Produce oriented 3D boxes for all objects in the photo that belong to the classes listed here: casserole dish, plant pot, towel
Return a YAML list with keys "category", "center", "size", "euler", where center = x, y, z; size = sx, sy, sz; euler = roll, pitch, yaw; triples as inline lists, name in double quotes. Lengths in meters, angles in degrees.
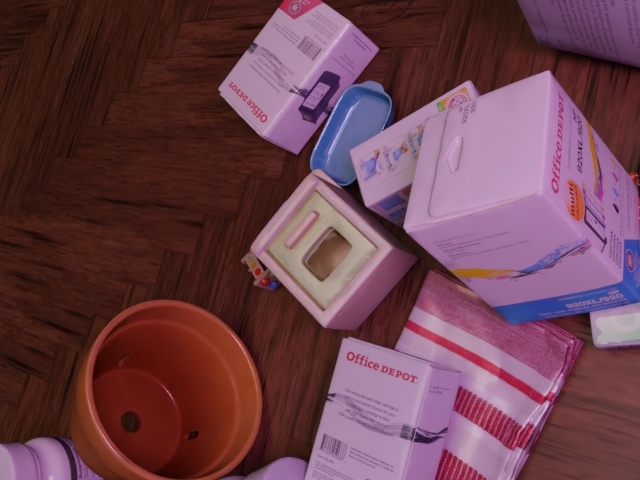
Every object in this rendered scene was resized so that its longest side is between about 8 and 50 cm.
- category: "casserole dish"
  center: [0.056, -0.170, 1.134]
  size: [0.114, 0.037, 0.188]
  euler: [29, 94, 38]
- category: "plant pot"
  center: [-0.269, 0.266, 1.101]
  size: [0.203, 0.291, 0.290]
  euler: [-37, 56, 41]
- category: "towel"
  center: [0.173, 0.227, 0.925]
  size: [0.237, 0.037, 0.329]
  euler: [26, 92, 39]

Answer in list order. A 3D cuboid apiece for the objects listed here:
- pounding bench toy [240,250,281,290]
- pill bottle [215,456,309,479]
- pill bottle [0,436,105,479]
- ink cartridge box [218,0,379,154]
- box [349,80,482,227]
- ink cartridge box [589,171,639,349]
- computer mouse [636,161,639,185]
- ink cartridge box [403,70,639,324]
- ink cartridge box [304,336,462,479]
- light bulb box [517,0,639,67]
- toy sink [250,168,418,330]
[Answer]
- category: "pounding bench toy"
  center: [-0.079, 0.035, 1.159]
  size: [0.083, 0.052, 0.065]
  euler: [-45, 55, 16]
- category: "pill bottle"
  center: [-0.157, 0.474, 0.970]
  size: [0.392, 0.224, 0.224]
  euler: [-36, 58, 23]
- category: "pill bottle"
  center: [-0.419, 0.411, 1.143]
  size: [0.161, 0.283, 0.161]
  euler: [-12, 69, 34]
- category: "ink cartridge box"
  center: [-0.043, -0.298, 1.206]
  size: [0.237, 0.100, 0.172]
  euler: [-51, 53, 11]
- category: "box"
  center: [0.163, -0.118, 0.989]
  size: [0.203, 0.114, 0.103]
  euler: [-28, 59, 26]
- category: "ink cartridge box"
  center: [0.408, 0.010, 0.810]
  size: [0.181, 0.056, 0.224]
  euler: [-12, 71, 32]
- category: "computer mouse"
  center: [0.467, -0.090, 0.786]
  size: [0.193, 0.042, 0.106]
  euler: [14, 64, 36]
- category: "ink cartridge box"
  center: [0.239, -0.039, 0.795]
  size: [0.168, 0.233, 0.171]
  euler: [-17, 48, 42]
- category: "ink cartridge box"
  center: [0.082, 0.248, 0.913]
  size: [0.153, 0.087, 0.208]
  euler: [13, 85, 42]
- category: "light bulb box"
  center: [0.456, -0.384, 0.764]
  size: [0.361, 0.225, 0.357]
  euler: [25, 92, 32]
- category: "toy sink"
  center: [0.000, 0.000, 1.033]
  size: [0.153, 0.131, 0.234]
  euler: [-49, 64, 10]
